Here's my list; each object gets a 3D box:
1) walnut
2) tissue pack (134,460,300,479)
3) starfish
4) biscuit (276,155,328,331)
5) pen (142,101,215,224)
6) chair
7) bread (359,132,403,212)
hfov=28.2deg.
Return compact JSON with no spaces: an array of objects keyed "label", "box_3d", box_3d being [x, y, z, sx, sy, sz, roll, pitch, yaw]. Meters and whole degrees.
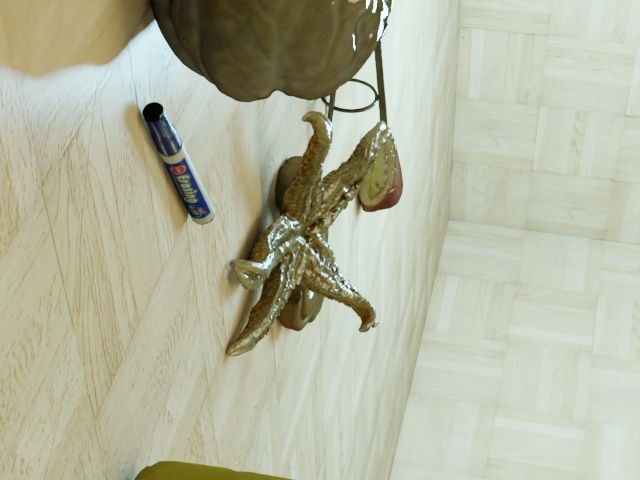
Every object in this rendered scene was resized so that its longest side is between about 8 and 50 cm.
[{"label":"walnut","box_3d":[-0.037,-0.223,1.017,0.224,0.224,0.224,8,90,-80]},{"label":"tissue pack","box_3d":[-0.106,0.303,1.042,0.271,0.192,0.134,-58,156,-67]},{"label":"starfish","box_3d":[-0.008,-0.001,1.548,0.375,0.094,0.327,-62,146,-19]},{"label":"biscuit","box_3d":[-0.022,0.008,1.706,0.320,0.047,0.183,85,13,-45]},{"label":"pen","box_3d":[-0.124,-0.065,1.131,0.204,0.025,0.025,73,27,-66]},{"label":"chair","box_3d":[0.046,-0.232,1.740,0.104,0.095,0.222,-88,177,-50]},{"label":"bread","box_3d":[0.109,-0.108,2.253,0.192,0.067,0.119,63,36,-72]}]
